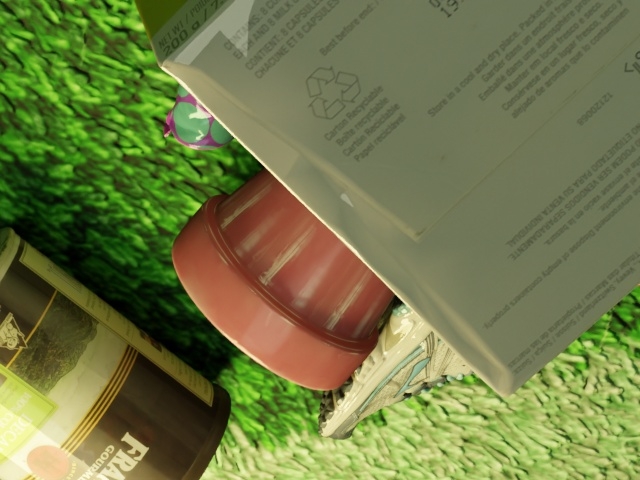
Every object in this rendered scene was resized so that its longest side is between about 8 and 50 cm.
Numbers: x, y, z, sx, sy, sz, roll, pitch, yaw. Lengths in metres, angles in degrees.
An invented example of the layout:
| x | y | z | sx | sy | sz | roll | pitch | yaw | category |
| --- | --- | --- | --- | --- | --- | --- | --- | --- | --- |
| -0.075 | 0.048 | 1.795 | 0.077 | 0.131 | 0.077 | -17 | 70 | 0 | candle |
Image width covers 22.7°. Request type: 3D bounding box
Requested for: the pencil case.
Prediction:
| x | y | z | sx | sy | sz | roll | pitch | yaw | category |
| --- | --- | --- | --- | --- | --- | --- | --- | --- | --- |
| -0.098 | -0.153 | 1.375 | 0.070 | 0.064 | 0.152 | 0 | 127 | -9 | pencil case |

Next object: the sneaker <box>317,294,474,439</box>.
| x | y | z | sx | sy | sz | roll | pitch | yaw | category |
| --- | --- | --- | --- | --- | --- | --- | --- | --- | --- |
| 0.094 | 0.108 | 1.506 | 0.122 | 0.110 | 0.283 | 26 | 127 | -13 | sneaker |

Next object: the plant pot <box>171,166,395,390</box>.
| x | y | z | sx | sy | sz | roll | pitch | yaw | category |
| --- | --- | --- | --- | --- | --- | --- | --- | --- | --- |
| 0.000 | 0.000 | 1.401 | 0.201 | 0.201 | 0.180 | 36 | 110 | -15 | plant pot |

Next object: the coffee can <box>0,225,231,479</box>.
| x | y | z | sx | sy | sz | roll | pitch | yaw | category |
| --- | --- | --- | --- | --- | --- | --- | --- | --- | --- |
| -0.255 | 0.147 | 1.545 | 0.275 | 0.201 | 0.201 | 39 | 124 | -17 | coffee can |

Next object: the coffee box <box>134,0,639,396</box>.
| x | y | z | sx | sy | sz | roll | pitch | yaw | category |
| --- | --- | --- | --- | --- | --- | --- | --- | --- | --- |
| 0.099 | -0.180 | 1.072 | 0.337 | 0.334 | 0.338 | -42 | 118 | 10 | coffee box |
